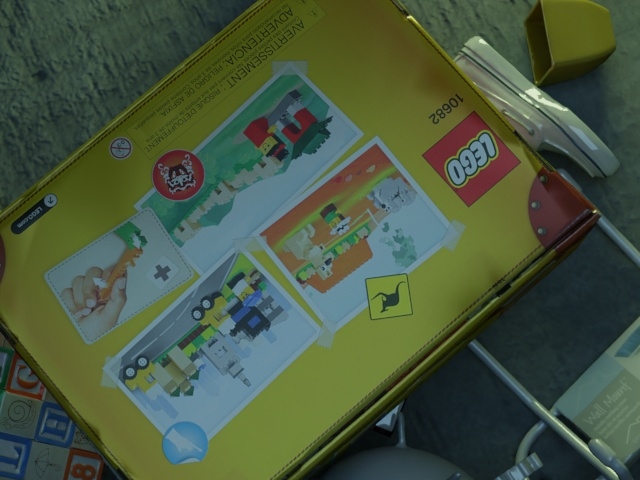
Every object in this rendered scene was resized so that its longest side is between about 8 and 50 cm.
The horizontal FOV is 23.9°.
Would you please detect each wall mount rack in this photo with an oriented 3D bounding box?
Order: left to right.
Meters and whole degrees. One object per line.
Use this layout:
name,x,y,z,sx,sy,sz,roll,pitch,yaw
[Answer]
wall mount rack,0.298,0.099,1.615,0.350,0.130,0.304,-44,49,-5

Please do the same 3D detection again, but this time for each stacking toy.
stacking toy,0.191,0.345,1.570,0.221,0.052,0.167,-41,77,28

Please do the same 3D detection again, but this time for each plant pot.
plant pot,0.283,-0.224,1.691,0.083,0.081,0.082,-7,79,-7

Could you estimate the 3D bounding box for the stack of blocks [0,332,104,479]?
stack of blocks,-0.308,0.149,1.625,0.171,0.087,0.297,17,80,-27

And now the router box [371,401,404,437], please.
router box,0.000,0.000,1.618,0.301,0.082,0.336,23,80,6

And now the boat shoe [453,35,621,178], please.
boat shoe,0.230,-0.131,1.684,0.226,0.083,0.076,44,95,22

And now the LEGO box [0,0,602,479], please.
LEGO box,-0.044,0.016,1.474,0.500,0.193,0.372,-40,80,-6

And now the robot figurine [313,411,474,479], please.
robot figurine,0.063,0.356,1.510,0.300,0.199,0.354,33,115,45
